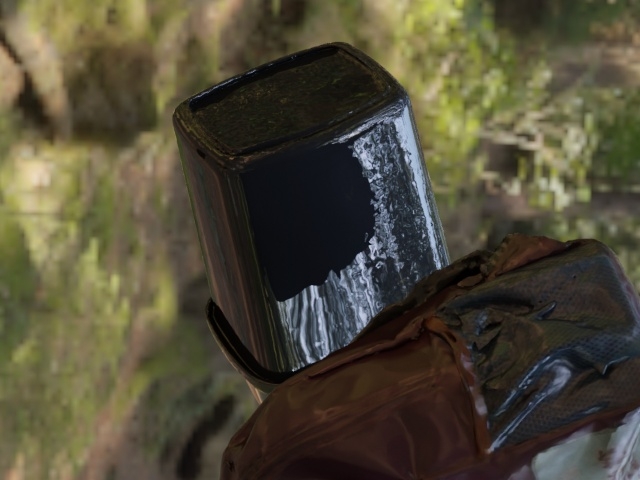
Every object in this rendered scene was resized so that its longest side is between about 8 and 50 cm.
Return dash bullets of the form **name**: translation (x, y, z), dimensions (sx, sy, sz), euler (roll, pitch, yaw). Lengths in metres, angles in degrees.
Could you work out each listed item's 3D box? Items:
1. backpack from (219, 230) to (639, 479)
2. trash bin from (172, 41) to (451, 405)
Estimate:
- **backpack**: translation (0.083, 0.146, 1.188), dimensions (0.283, 0.317, 0.197), euler (61, 6, -55)
- **trash bin**: translation (0.000, 0.000, 1.441), dimensions (0.182, 0.209, 0.290), euler (49, -22, 52)
